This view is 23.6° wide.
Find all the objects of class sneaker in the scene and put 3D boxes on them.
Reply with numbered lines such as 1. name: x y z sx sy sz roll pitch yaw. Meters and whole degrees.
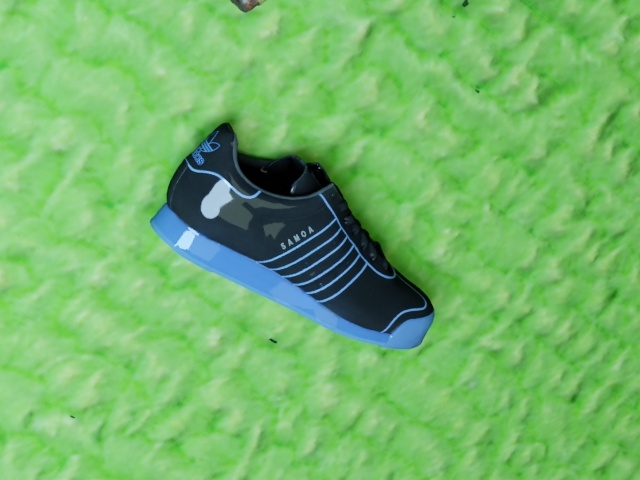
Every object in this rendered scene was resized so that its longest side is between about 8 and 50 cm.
1. sneaker: 0.000 0.000 1.061 0.232 0.081 0.090 24 107 -31

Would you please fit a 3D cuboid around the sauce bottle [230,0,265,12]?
1. sauce bottle: -0.012 -0.201 0.990 0.128 0.042 0.042 -42 123 -6
